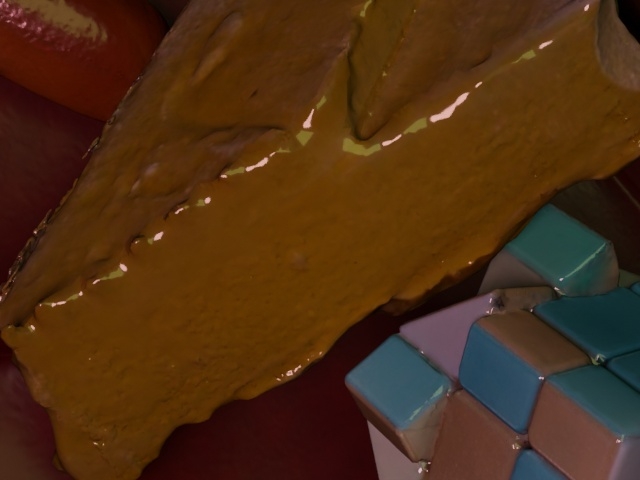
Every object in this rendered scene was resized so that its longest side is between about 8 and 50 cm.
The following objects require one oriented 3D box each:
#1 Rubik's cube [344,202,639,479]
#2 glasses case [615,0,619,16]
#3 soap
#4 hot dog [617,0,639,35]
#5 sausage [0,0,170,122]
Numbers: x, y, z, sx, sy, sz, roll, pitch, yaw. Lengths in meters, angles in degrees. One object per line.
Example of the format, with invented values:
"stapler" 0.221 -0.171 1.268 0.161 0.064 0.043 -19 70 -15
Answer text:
"Rubik's cube" 0.156 0.106 0.756 0.265 0.213 0.224 -8 122 -36
"glasses case" 0.050 -0.271 0.876 0.156 0.098 0.425 -38 96 -1
"soap" 0.000 0.000 0.685 0.169 0.304 0.339 49 60 -40
"hot dog" 0.251 -0.311 0.939 0.387 0.174 0.267 49 40 -7
"sausage" -0.224 -0.169 0.749 0.300 0.083 0.089 28 56 -18
